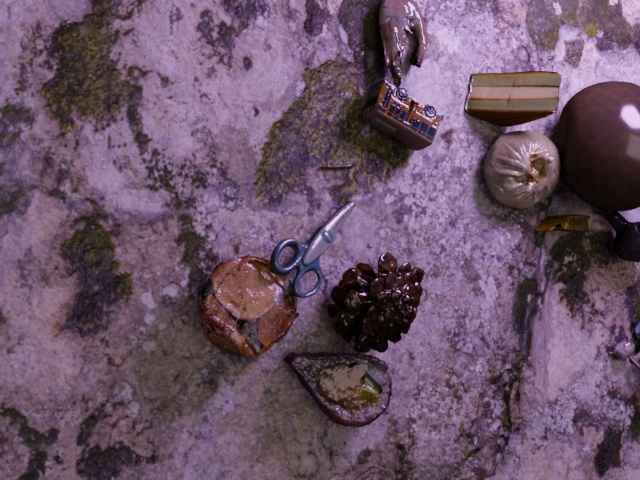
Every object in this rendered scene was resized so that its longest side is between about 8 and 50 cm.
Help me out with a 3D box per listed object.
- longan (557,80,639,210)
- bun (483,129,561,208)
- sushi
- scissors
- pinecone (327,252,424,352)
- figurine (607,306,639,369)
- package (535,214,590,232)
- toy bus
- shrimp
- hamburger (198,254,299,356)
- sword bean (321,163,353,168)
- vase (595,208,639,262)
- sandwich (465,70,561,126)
[{"bbox_3d":[0.752,-0.247,1.706,0.288,0.288,0.351,2,70,-20],"label":"longan"},{"bbox_3d":[0.526,-0.185,1.695,0.222,0.127,0.223,2,84,-22],"label":"bun"},{"bbox_3d":[0.038,0.332,1.487,0.240,0.107,0.162,3,84,-12],"label":"sushi"},{"bbox_3d":[0.000,0.000,1.497,0.138,0.041,0.289,49,53,-12],"label":"scissors"},{"bbox_3d":[0.119,0.138,1.484,0.202,0.201,0.229,33,79,-19],"label":"pinecone"},{"bbox_3d":[0.890,0.307,1.814,0.205,0.103,0.260,5,85,17],"label":"figurine"},{"bbox_3d":[0.639,-0.044,1.754,0.131,0.071,0.047,2,90,-18],"label":"package"},{"bbox_3d":[0.191,-0.298,1.604,0.182,0.091,0.103,27,76,-17],"label":"toy bus"},{"bbox_3d":[0.207,-0.487,1.644,0.145,0.059,0.255,-1,80,-34],"label":"shrimp"},{"bbox_3d":[-0.159,0.139,1.435,0.230,0.107,0.231,4,80,-20],"label":"hamburger"},{"bbox_3d":[0.041,-0.176,1.581,0.083,0.012,0.012,-4,87,-22],"label":"sword bean"},{"bbox_3d":[0.825,-0.031,1.809,0.120,0.120,0.183,-37,80,-19],"label":"vase"},{"bbox_3d":[0.482,-0.369,1.669,0.144,0.187,0.117,15,80,-24],"label":"sandwich"}]
